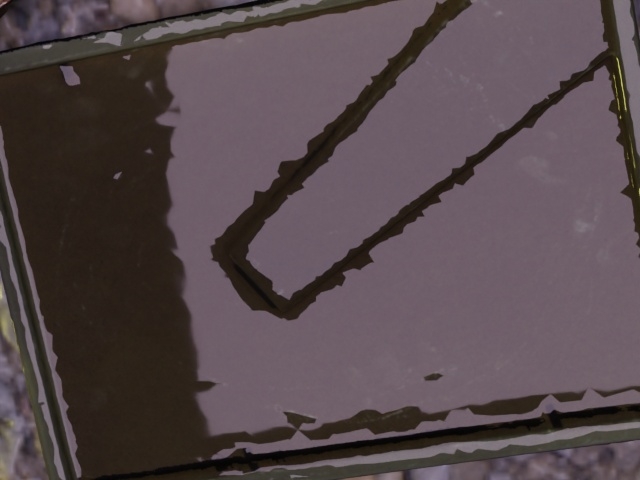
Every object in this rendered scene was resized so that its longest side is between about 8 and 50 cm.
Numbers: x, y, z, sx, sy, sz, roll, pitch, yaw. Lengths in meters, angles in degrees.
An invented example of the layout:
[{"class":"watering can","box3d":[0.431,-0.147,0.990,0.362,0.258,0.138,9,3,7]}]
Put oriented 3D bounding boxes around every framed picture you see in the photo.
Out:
[{"class":"framed picture","box3d":[0.000,0.000,0.667,0.335,0.022,0.247,-10,98,11]}]

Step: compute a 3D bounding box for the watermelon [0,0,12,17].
[{"class":"watermelon","box3d":[-0.195,-0.164,0.614,0.226,0.148,0.318,21,105,-3]}]
